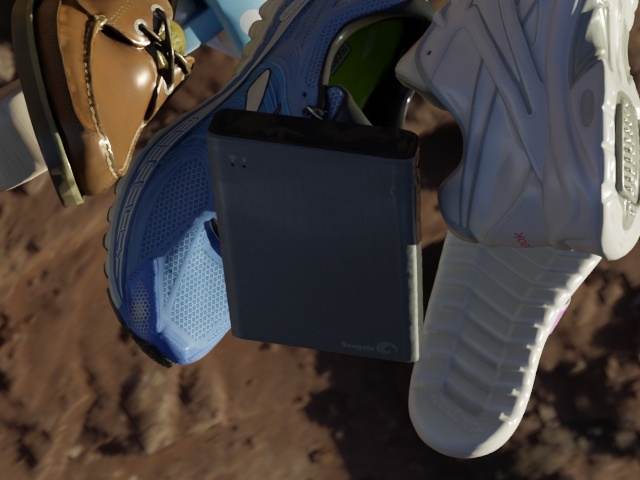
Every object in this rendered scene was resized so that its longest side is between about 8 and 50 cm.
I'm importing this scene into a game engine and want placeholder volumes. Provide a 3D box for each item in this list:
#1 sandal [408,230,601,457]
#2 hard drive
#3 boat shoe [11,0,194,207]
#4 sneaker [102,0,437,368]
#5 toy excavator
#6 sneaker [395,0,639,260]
[{"bbox_3d":[0.201,0.057,2.088,0.169,0.102,0.416,23,64,15],"label":"sandal"},{"bbox_3d":[0.000,0.000,0.890,0.094,0.135,0.022,7,47,11],"label":"hard drive"},{"bbox_3d":[-0.141,-0.133,1.282,0.104,0.111,0.307,-12,35,1],"label":"boat shoe"},{"bbox_3d":[-0.028,-0.056,1.336,0.130,0.147,0.330,40,74,-34],"label":"sneaker"},{"bbox_3d":[-0.185,-0.223,1.957,0.445,0.433,0.222,-35,109,-6],"label":"toy excavator"},{"bbox_3d":[0.089,-0.105,0.881,0.090,0.115,0.232,34,56,-63],"label":"sneaker"}]
